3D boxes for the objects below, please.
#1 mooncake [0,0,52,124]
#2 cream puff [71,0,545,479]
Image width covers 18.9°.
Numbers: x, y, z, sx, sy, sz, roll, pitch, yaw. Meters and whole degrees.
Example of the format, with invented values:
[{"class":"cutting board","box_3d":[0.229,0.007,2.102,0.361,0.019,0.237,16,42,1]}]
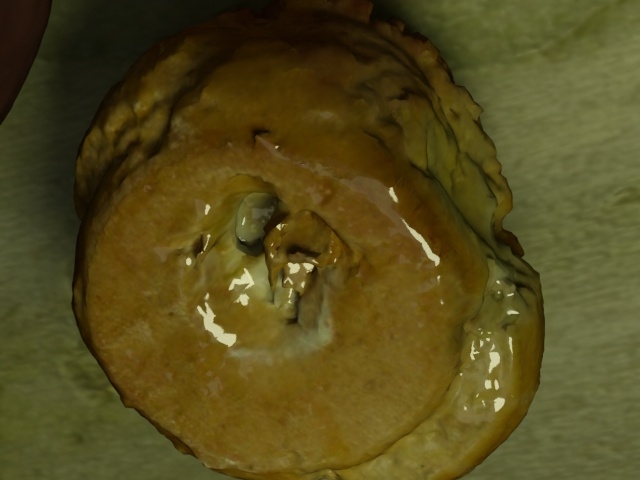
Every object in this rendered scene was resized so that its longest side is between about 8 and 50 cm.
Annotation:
[{"class":"mooncake","box_3d":[-0.329,-0.172,1.249,0.325,0.174,0.334,-19,135,9]},{"class":"cream puff","box_3d":[0.000,0.000,1.288,0.342,0.231,0.327,25,118,5]}]
